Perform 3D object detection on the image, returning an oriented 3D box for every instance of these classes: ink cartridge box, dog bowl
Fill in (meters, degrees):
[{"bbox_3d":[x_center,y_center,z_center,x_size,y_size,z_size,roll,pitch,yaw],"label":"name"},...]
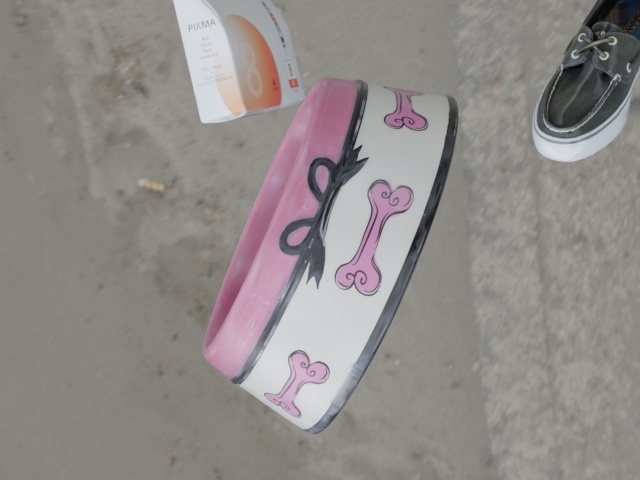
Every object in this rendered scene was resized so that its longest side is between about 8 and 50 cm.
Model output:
[{"bbox_3d":[-0.069,-0.188,1.152,0.045,0.145,0.179,-8,97,20],"label":"ink cartridge box"},{"bbox_3d":[0.000,0.000,1.602,0.150,0.408,0.408,22,114,-7],"label":"dog bowl"}]

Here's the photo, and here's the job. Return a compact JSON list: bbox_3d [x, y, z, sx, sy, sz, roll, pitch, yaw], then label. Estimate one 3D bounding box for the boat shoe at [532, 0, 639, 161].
[{"bbox_3d":[0.152,-0.101,0.776,0.049,0.142,0.040,16,144,30],"label":"boat shoe"}]
